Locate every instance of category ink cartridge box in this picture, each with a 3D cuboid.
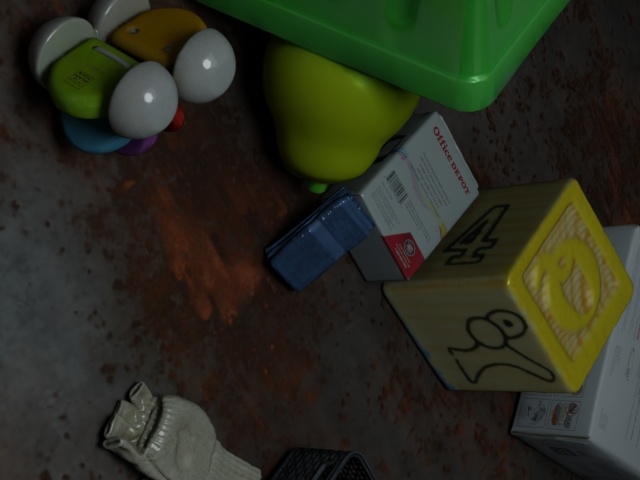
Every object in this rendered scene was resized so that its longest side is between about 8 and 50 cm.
[{"bbox_3d":[0.422,0.176,1.761,0.272,0.130,0.309,35,64,-38],"label":"ink cartridge box"},{"bbox_3d":[0.097,-0.052,1.505,0.175,0.072,0.127,-47,118,-35],"label":"ink cartridge box"}]

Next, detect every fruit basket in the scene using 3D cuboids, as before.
[{"bbox_3d":[0.052,-0.243,1.339,0.283,0.392,0.392,-51,120,-33],"label":"fruit basket"}]

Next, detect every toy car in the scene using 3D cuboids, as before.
[{"bbox_3d":[-0.182,-0.148,1.216,0.182,0.159,0.136,-38,149,-39],"label":"toy car"}]

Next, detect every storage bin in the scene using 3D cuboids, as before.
[{"bbox_3d":[0.014,0.326,1.378,0.122,0.084,0.180,-50,123,-39],"label":"storage bin"}]

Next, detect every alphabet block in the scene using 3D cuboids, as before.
[{"bbox_3d":[0.230,0.058,1.539,0.192,0.197,0.193,55,53,-27],"label":"alphabet block"}]

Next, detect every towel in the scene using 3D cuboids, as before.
[{"bbox_3d":[0.000,0.000,1.402,0.119,0.029,0.067,-41,123,-2],"label":"towel"}]

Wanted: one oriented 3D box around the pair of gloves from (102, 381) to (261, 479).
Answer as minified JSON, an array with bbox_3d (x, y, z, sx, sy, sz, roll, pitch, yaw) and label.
[{"bbox_3d":[-0.163,0.277,1.253,0.204,0.042,0.240,49,55,-30],"label":"pair of gloves"}]
